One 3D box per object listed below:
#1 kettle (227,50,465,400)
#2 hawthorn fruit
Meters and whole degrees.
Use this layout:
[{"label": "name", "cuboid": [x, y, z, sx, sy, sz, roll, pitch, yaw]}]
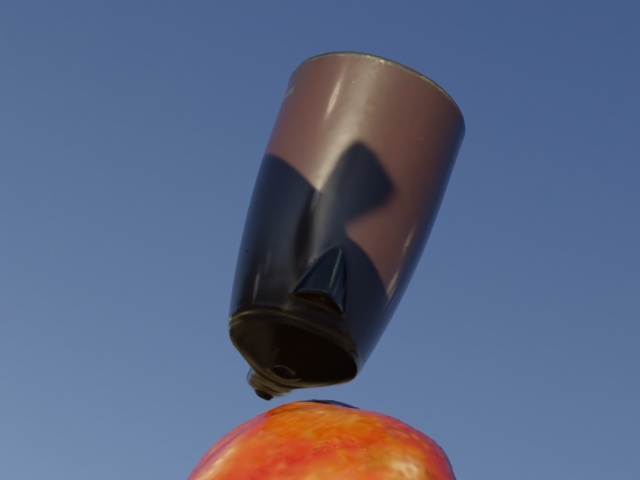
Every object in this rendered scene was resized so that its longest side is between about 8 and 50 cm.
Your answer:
[{"label": "kettle", "cuboid": [0.000, 0.000, 1.255, 0.144, 0.232, 0.202, 26, -28, -10]}, {"label": "hawthorn fruit", "cuboid": [-0.004, 0.250, 1.139, 0.295, 0.295, 0.311, 0, 9, 44]}]
